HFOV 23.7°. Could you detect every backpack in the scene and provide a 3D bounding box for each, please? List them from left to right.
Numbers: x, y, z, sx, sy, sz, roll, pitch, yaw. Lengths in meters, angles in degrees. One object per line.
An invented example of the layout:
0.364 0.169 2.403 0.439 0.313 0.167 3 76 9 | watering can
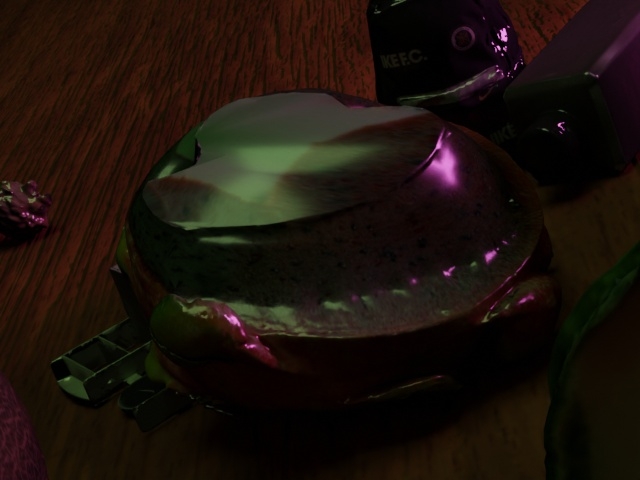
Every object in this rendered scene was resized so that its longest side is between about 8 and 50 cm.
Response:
0.095 -0.124 1.148 0.120 0.165 0.106 -22 31 14 | backpack

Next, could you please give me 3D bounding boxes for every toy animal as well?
-0.348 -0.039 1.505 0.069 0.086 0.220 -38 25 -33 | toy animal

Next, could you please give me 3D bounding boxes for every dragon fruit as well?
0.000 0.000 0.918 0.295 0.130 0.268 4 42 18 | dragon fruit

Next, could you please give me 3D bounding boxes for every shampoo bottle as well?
0.211 -0.119 1.128 0.079 0.080 0.246 -8 25 38 | shampoo bottle

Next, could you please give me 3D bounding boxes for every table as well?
-0.094 0.050 1.063 0.175 0.062 0.146 -30 22 -25 | table

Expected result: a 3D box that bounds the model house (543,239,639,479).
0.200 0.046 0.604 0.214 0.195 0.189 -12 16 21 | model house

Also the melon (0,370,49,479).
-0.249 0.149 0.741 0.237 0.237 0.301 -21 20 5 | melon
